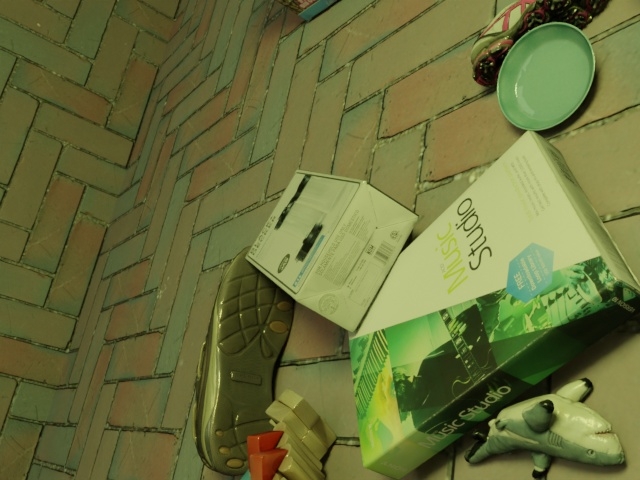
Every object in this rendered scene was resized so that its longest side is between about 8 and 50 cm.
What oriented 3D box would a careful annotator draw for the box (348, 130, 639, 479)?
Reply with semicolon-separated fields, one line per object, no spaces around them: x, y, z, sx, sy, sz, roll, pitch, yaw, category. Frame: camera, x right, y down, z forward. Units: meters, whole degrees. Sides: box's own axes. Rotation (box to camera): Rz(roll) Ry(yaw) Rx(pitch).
0.149;0.068;0.679;0.322;0.058;0.232;-49;27;30;box

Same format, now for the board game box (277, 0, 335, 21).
-0.060;-0.599;1.265;0.232;0.291;0.141;-9;61;55;board game box

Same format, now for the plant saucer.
0.252;-0.179;0.723;0.119;0.021;0.119;-9;78;49;plant saucer

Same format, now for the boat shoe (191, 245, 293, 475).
-0.139;0.176;1.010;0.130;0.132;0.355;-25;48;49;boat shoe

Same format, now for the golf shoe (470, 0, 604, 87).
0.249;-0.266;0.767;0.186;0.068;0.086;-33;42;44;golf shoe

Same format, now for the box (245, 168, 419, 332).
0.000;0.000;0.894;0.169;0.087;0.290;-60;20;-1;box

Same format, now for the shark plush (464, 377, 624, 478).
0.183;0.181;0.577;0.161;0.073;0.067;-34;73;36;shark plush

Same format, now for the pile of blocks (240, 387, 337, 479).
-0.063;0.300;0.721;0.149;0.112;0.362;-30;25;12;pile of blocks
